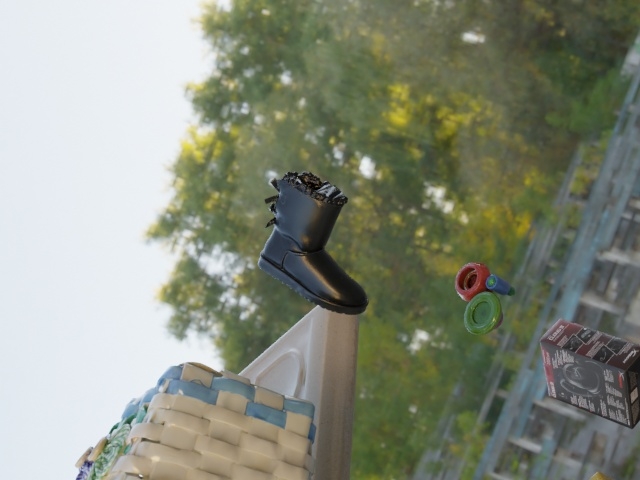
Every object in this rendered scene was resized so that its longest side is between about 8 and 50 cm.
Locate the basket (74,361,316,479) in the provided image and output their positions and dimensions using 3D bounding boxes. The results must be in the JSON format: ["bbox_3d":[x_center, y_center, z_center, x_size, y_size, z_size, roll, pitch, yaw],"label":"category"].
[{"bbox_3d":[-0.118,0.263,0.831,0.255,0.201,0.289,139,142,-60],"label":"basket"}]

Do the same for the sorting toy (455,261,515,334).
[{"bbox_3d":[0.195,0.067,1.168,0.061,0.042,0.102,-42,41,29],"label":"sorting toy"}]

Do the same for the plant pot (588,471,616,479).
[{"bbox_3d":[0.353,0.348,1.222,0.081,0.081,0.083,-51,29,16],"label":"plant pot"}]

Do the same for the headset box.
[{"bbox_3d":[0.209,0.101,0.778,0.032,0.083,0.062,-38,-53,-30],"label":"headset box"}]

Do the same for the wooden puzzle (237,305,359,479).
[{"bbox_3d":[-0.071,0.275,1.153,0.348,0.080,0.322,-38,32,37],"label":"wooden puzzle"}]

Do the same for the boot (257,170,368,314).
[{"bbox_3d":[0.001,0.000,0.902,0.045,0.121,0.099,-28,-38,-56],"label":"boot"}]
